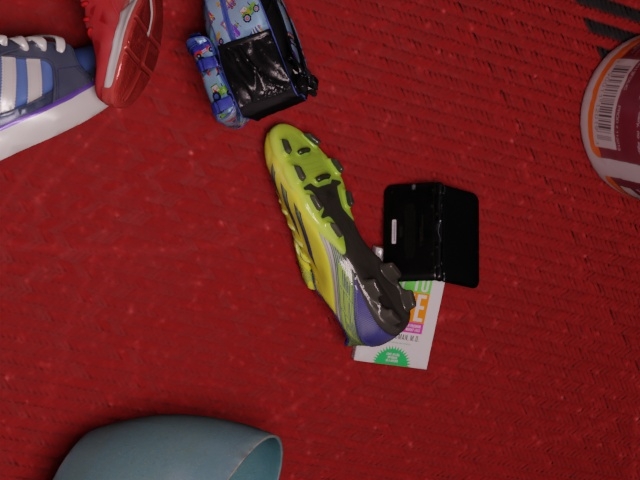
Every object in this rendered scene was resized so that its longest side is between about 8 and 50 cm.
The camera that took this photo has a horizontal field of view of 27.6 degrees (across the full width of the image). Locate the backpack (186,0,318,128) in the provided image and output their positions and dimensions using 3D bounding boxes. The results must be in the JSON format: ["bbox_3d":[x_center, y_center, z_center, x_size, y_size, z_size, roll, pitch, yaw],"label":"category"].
[{"bbox_3d":[-0.085,-0.223,1.447,0.117,0.158,0.173,-21,92,5],"label":"backpack"}]

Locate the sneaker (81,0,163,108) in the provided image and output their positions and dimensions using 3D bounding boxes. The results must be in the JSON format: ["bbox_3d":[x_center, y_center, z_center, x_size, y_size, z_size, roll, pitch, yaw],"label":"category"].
[{"bbox_3d":[-0.235,-0.247,1.373,0.128,0.087,0.221,7,73,13],"label":"sneaker"}]

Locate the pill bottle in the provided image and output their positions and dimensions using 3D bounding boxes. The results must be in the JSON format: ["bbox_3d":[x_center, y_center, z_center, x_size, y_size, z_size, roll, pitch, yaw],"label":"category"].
[{"bbox_3d":[0.490,-0.131,1.516,0.224,0.392,0.224,-3,101,-17],"label":"pill bottle"}]

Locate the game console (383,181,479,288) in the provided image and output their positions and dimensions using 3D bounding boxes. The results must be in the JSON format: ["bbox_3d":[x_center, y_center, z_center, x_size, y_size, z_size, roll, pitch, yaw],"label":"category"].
[{"bbox_3d":[0.136,-0.004,1.601,0.107,0.071,0.122,-3,75,16],"label":"game console"}]

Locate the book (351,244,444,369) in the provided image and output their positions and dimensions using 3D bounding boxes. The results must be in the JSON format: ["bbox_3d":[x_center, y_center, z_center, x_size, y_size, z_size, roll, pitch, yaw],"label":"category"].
[{"bbox_3d":[0.098,0.083,1.623,0.096,0.035,0.144,8,98,-15],"label":"book"}]

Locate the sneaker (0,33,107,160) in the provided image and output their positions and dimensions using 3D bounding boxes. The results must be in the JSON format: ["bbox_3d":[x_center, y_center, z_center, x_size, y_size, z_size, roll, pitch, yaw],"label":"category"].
[{"bbox_3d":[-0.361,-0.207,1.345,0.323,0.130,0.236,-32,110,-26],"label":"sneaker"}]

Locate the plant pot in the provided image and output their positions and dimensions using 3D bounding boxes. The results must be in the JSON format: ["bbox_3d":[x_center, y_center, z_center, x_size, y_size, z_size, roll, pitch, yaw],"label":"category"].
[{"bbox_3d":[-0.195,0.311,1.462,0.195,0.290,0.290,23,92,14],"label":"plant pot"}]

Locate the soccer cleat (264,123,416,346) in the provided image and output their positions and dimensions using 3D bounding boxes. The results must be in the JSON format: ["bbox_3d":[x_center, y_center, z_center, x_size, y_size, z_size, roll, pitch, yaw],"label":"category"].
[{"bbox_3d":[0.000,0.001,1.543,0.093,0.121,0.289,-35,96,-50],"label":"soccer cleat"}]
